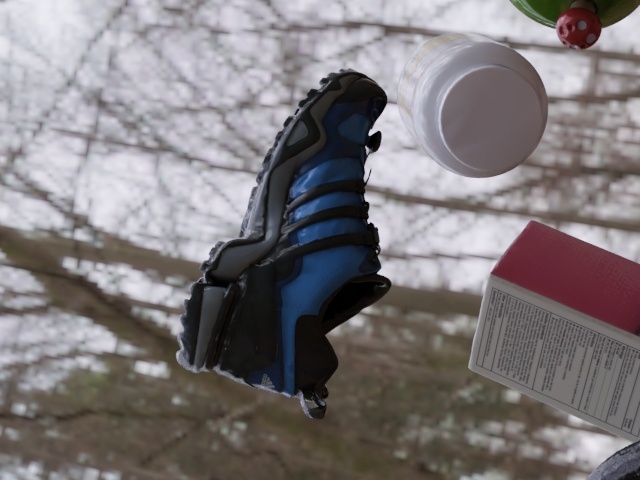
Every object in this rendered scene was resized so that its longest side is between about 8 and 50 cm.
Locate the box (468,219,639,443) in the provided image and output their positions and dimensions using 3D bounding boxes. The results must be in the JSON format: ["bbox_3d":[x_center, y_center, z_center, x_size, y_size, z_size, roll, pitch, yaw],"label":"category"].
[{"bbox_3d":[0.302,0.103,1.962,0.127,0.232,0.149,-48,-26,-45],"label":"box"}]

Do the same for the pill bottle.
[{"bbox_3d":[0.156,-0.137,1.781,0.246,0.136,0.136,-107,20,-79],"label":"pill bottle"}]

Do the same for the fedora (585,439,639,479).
[{"bbox_3d":[0.388,0.364,1.776,0.152,0.334,0.334,14,-94,-59],"label":"fedora"}]

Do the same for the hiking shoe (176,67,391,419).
[{"bbox_3d":[0.000,0.000,1.370,0.113,0.132,0.304,108,-172,-59],"label":"hiking shoe"}]

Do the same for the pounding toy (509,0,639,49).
[{"bbox_3d":[0.288,-0.301,1.929,0.237,0.183,0.110,-53,13,44],"label":"pounding toy"}]
